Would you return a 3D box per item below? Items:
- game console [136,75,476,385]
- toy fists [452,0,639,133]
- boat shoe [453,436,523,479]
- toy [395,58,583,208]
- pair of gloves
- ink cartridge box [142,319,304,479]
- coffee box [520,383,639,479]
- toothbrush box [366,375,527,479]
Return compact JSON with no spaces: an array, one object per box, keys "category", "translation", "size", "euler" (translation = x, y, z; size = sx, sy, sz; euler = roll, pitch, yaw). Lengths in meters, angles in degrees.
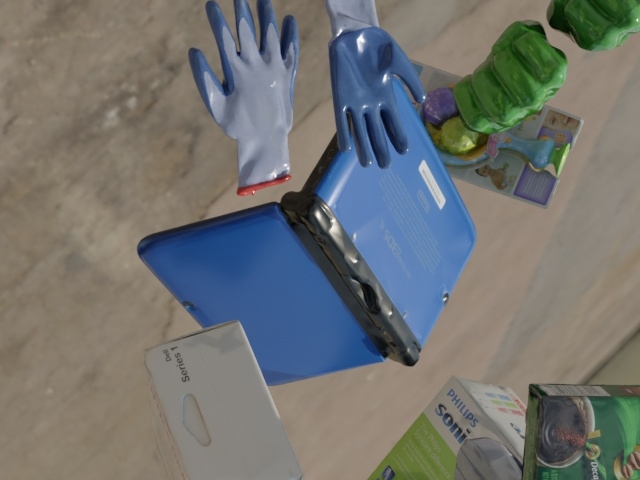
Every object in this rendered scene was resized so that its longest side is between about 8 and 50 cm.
[{"category":"game console","translation":[0.000,0.000,1.297],"size":[0.250,0.173,0.293],"euler":[-60,144,-21]},{"category":"toy fists","translation":[0.263,-0.220,1.422],"size":[0.279,0.096,0.142],"euler":[-37,-176,8]},{"category":"boat shoe","translation":[0.201,0.266,1.146],"size":[0.302,0.094,0.109],"euler":[-129,-137,-68]},{"category":"toy","translation":[0.187,-0.141,1.564],"size":[0.056,0.237,0.137],"euler":[90,24,-65]},{"category":"pair of gloves","translation":[-0.006,-0.125,1.021],"size":[0.198,0.159,0.023],"euler":[-14,-169,-26]},{"category":"ink cartridge box","translation":[-0.087,0.193,1.142],"size":[0.093,0.160,0.219],"euler":[-18,154,-15]},{"category":"coffee box","translation":[0.252,0.171,1.018],"size":[0.040,0.184,0.113],"euler":[-134,-133,-79]},{"category":"toothbrush box","translation":[0.157,0.330,1.477],"size":[0.122,0.206,0.283],"euler":[16,117,-46]}]
